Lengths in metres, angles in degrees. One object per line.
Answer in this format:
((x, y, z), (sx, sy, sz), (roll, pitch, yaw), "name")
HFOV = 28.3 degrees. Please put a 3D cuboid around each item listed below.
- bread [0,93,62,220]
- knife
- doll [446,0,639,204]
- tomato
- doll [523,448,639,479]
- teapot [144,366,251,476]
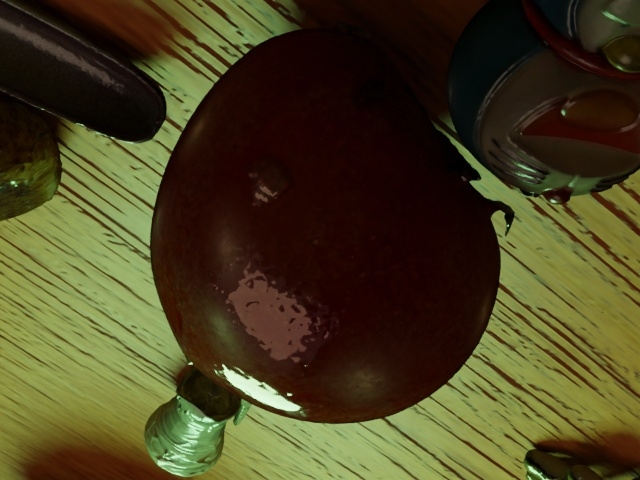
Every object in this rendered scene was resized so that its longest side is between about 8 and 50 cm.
((-0.231, -0.030, 0.666), (0.193, 0.064, 0.193), (-16, 168, -4), "bread")
((-0.196, -0.126, 0.593), (0.278, 0.053, 0.123), (25, 102, -20), "knife")
((0.100, -0.074, 0.482), (0.114, 0.085, 0.152), (10, 137, -17), "doll")
((0.000, 0.000, 0.556), (0.167, 0.167, 0.167), (14, 145, 10), "tomato")
((0.169, 0.164, 0.791), (0.093, 0.051, 0.061), (9, 150, 19), "doll")
((-0.079, 0.118, 0.861), (0.067, 0.057, 0.083), (-8, 150, -26), "teapot")
